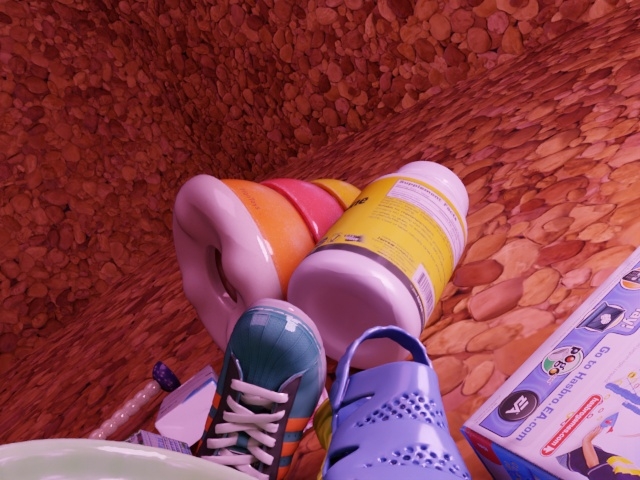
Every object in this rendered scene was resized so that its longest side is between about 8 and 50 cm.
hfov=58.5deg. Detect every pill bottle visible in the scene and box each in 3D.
[{"bbox_3d":[0.107,0.016,0.855,0.188,0.188,0.334,-20,20,40],"label":"pill bottle"}]

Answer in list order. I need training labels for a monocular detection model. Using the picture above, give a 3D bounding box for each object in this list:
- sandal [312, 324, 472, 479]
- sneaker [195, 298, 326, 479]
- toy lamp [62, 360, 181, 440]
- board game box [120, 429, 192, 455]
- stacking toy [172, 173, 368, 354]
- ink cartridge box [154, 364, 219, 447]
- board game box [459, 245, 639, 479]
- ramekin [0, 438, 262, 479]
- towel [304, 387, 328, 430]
[{"bbox_3d":[0.063,0.166,0.498,0.317,0.126,0.138,-134,63,-77],"label":"sandal"},{"bbox_3d":[-0.068,0.202,0.573,0.108,0.302,0.121,16,31,5],"label":"sneaker"},{"bbox_3d":[-0.387,0.342,1.060,0.275,0.080,0.080,-39,16,-30],"label":"toy lamp"},{"bbox_3d":[-0.274,0.322,0.715,0.194,0.060,0.194,-34,-27,-5],"label":"board game box"},{"bbox_3d":[0.000,0.000,1.070,0.480,0.350,0.350,-20,8,-30],"label":"stacking toy"},{"bbox_3d":[-0.200,0.264,0.917,0.104,0.060,0.180,-36,4,-11],"label":"ink cartridge box"},{"bbox_3d":[0.308,0.103,0.386,0.308,0.086,0.302,-38,16,-17],"label":"board game box"},{"bbox_3d":[-0.116,0.258,0.372,0.303,0.303,0.148,3,75,65],"label":"ramekin"},{"bbox_3d":[-0.075,0.255,0.799,0.197,0.029,0.144,-33,13,-1],"label":"towel"}]
